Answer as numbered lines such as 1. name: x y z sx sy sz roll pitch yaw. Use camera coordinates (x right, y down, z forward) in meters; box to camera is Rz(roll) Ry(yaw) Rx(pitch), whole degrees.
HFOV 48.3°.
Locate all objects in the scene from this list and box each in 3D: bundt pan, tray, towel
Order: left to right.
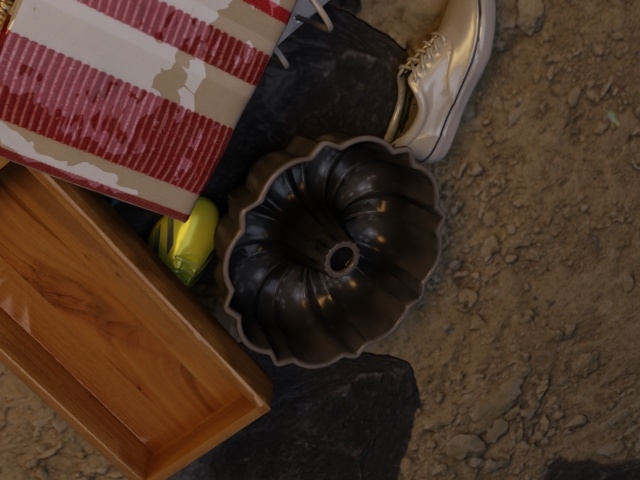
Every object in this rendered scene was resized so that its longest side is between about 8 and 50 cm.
1. tray: -0.263 0.093 0.831 0.203 0.076 0.411 -35 107 12
2. towel: -0.165 -0.197 0.684 0.237 0.037 0.329 21 106 -27
3. bundt pan: 0.000 0.000 0.960 0.330 0.124 0.331 -14 121 -25

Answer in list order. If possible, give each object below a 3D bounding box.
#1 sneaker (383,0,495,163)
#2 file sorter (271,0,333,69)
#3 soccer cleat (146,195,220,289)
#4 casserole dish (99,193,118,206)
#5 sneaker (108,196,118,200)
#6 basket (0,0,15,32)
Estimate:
1. sneaker: 0.155 -0.225 0.948 0.091 0.094 0.258 4 113 -26
2. file sorter: -0.105 -0.266 0.791 0.277 0.173 0.193 -41 120 2
3. soccer cleat: -0.214 0.075 0.935 0.093 0.121 0.289 31 100 -29
4. casserole dish: -0.331 -0.089 0.867 0.188 0.037 0.114 12 108 -25
5. sneaker: -0.278 -0.162 0.778 0.108 0.121 0.302 -41 112 -14
6. basket: -0.430 -0.243 0.673 0.223 0.213 0.299 2 113 -41
